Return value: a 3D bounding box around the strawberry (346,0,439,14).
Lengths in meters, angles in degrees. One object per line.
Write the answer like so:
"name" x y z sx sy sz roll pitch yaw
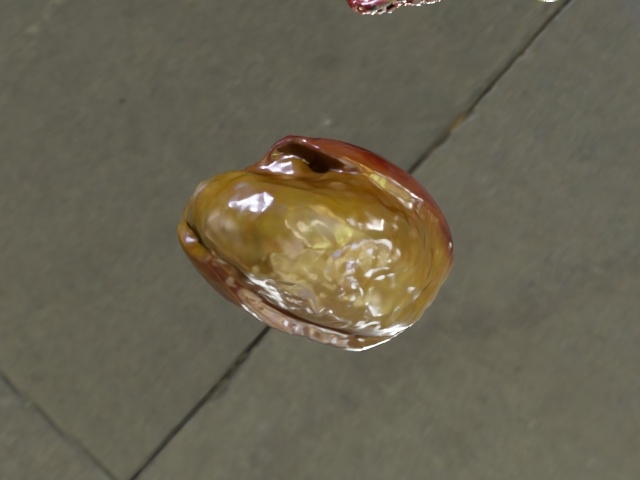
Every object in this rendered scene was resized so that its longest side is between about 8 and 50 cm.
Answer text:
"strawberry" 0.087 -0.237 1.470 0.152 0.048 0.104 -36 63 -4

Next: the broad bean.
"broad bean" 0.000 -0.004 1.081 0.156 0.228 0.122 30 92 20
